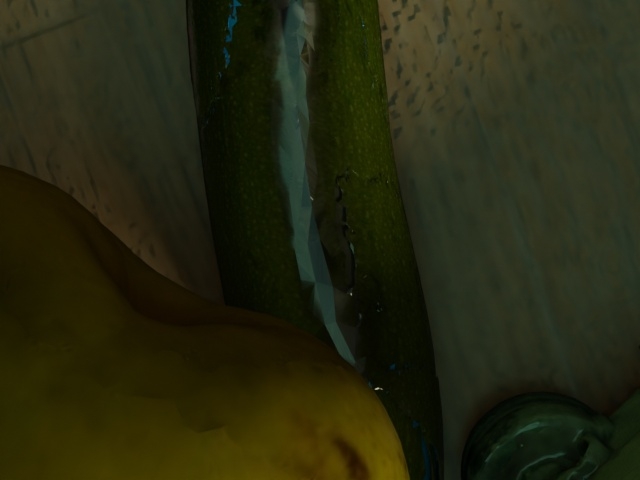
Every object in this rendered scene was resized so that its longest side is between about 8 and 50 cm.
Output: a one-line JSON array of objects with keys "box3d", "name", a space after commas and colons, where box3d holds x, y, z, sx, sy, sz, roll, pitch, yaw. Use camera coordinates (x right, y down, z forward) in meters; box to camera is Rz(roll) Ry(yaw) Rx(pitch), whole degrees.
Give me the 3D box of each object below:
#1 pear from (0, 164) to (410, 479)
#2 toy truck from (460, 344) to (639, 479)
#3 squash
[{"box3d": [-0.162, 0.176, 0.576, 0.362, 0.362, 0.418, 35, 95, 0], "name": "pear"}, {"box3d": [0.173, 0.090, 0.653, 0.279, 0.155, 0.156, -45, 101, 6], "name": "toy truck"}, {"box3d": [-0.001, 0.000, 0.687, 0.087, 0.087, 0.331, -10, 96, 4], "name": "squash"}]
